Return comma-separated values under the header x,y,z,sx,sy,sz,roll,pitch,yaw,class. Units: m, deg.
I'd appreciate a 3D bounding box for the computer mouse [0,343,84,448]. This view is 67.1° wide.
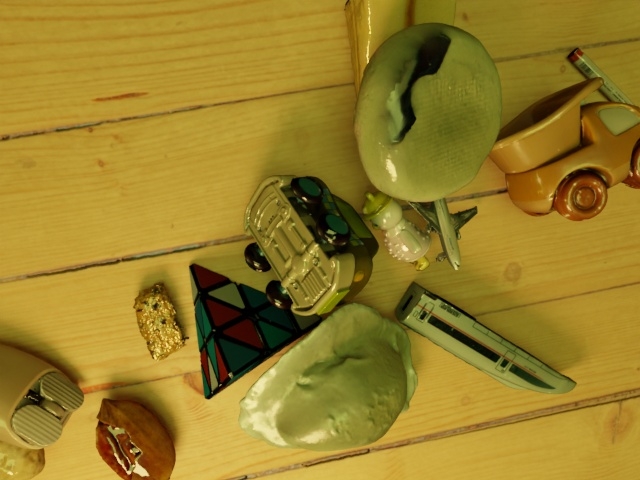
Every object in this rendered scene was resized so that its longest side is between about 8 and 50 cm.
x,y,z,sx,sy,sz,roll,pitch,yaw,class
-0.557,0.273,0.866,0.237,0.145,0.082,32,129,-8,computer mouse

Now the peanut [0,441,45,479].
x,y,z,sx,sy,sz,roll,pitch,yaw,class
-0.615,0.372,0.882,0.225,0.129,0.129,21,96,-11,peanut

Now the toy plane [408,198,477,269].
x,y,z,sx,sy,sz,roll,pitch,yaw,class
0.224,-0.050,0.893,0.226,0.058,0.226,11,68,-32,toy plane

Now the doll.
x,y,z,sx,sy,sz,roll,pitch,yaw,class
0.143,-0.022,0.899,0.081,0.129,0.207,-41,122,5,doll

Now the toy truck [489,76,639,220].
x,y,z,sx,sy,sz,roll,pitch,yaw,class
0.451,-0.156,0.877,0.288,0.204,0.211,-30,98,1,toy truck

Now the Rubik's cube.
x,y,z,sx,sy,sz,roll,pitch,yaw,class
-0.190,0.140,0.881,0.284,0.250,0.234,-35,81,5,Rubik's cube

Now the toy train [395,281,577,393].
x,y,z,sx,sy,sz,roll,pitch,yaw,class
0.342,0.225,0.980,0.407,0.086,0.088,31,93,-10,toy train

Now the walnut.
x,y,z,sx,sy,sz,roll,pitch,yaw,class
-0.356,0.385,0.921,0.116,0.116,0.207,-30,100,-1,walnut

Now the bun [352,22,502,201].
x,y,z,sx,sy,sz,roll,pitch,yaw,class
0.155,-0.206,0.793,0.283,0.179,0.283,-11,111,-33,bun

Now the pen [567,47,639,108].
x,y,z,sx,sy,sz,roll,pitch,yaw,class
0.581,-0.293,0.959,0.239,0.028,0.028,39,93,-10,pen

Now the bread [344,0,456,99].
x,y,z,sx,sy,sz,roll,pitch,yaw,class
0.149,-0.314,0.842,0.168,0.163,0.263,-10,100,-6,bread

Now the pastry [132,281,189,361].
x,y,z,sx,sy,sz,roll,pitch,yaw,class
-0.307,0.155,0.917,0.080,0.056,0.140,-25,98,-14,pastry

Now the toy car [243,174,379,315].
x,y,z,sx,sy,sz,roll,pitch,yaw,class
0.000,0.000,0.863,0.247,0.198,0.204,55,128,23,toy car

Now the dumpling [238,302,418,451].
x,y,z,sx,sy,sz,roll,pitch,yaw,class
0.050,0.269,0.876,0.212,0.321,0.270,47,114,16,dumpling
